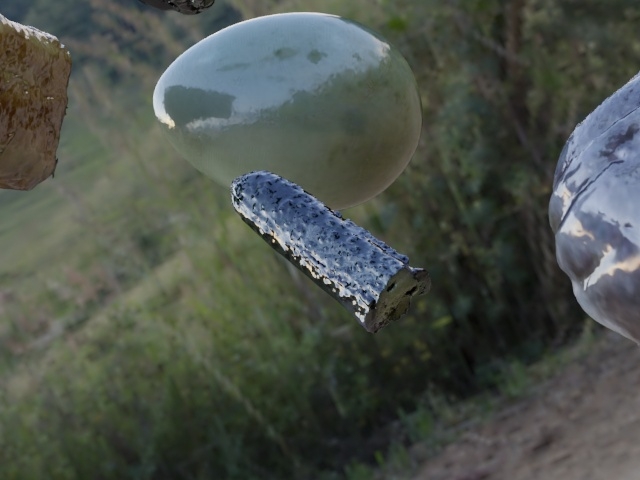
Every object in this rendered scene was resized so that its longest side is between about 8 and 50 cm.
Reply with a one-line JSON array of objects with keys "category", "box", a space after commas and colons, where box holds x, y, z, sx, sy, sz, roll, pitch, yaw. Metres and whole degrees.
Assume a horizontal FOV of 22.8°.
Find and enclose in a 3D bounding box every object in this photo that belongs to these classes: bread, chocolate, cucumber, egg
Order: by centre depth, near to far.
[{"category": "chocolate", "box": [0.303, -0.038, 1.279, 0.213, 0.303, 0.303, 22, 37, 40]}, {"category": "cucumber", "box": [0.002, 0.002, 1.298, 0.067, 0.067, 0.245, -26, 35, -20]}, {"category": "bread", "box": [-0.369, -0.147, 1.600, 0.149, 0.195, 0.344, 12, -1, 7]}, {"category": "egg", "box": [-0.036, -0.142, 1.730, 0.296, 0.218, 0.218, 9, 6, 2]}]

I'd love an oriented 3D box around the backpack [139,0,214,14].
[{"category": "backpack", "box": [-0.105, -0.261, 1.110, 0.133, 0.206, 0.258, -1, 6, -9]}]
